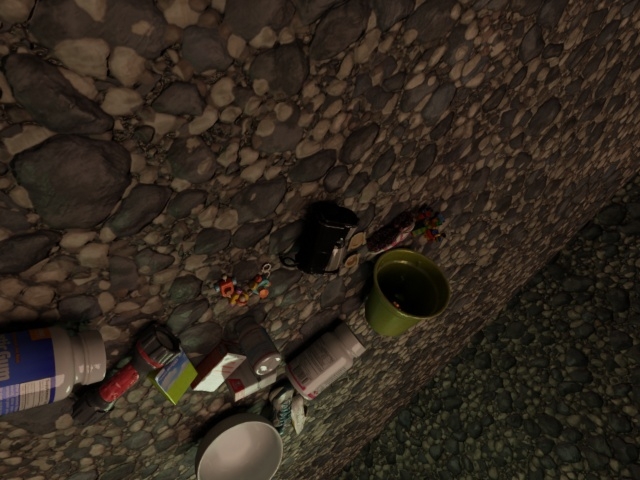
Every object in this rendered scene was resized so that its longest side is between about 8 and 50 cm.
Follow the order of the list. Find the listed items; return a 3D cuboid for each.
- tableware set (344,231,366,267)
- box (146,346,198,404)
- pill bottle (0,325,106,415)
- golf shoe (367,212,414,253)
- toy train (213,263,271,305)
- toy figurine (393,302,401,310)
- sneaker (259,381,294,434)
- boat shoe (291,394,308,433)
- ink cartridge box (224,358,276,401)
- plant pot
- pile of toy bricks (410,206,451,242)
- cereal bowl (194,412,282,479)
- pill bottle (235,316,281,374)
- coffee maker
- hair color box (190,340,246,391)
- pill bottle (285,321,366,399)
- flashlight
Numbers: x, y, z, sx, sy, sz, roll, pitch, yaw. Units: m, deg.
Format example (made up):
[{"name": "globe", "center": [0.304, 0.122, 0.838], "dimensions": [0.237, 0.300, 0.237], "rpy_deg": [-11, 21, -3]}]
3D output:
[{"name": "tableware set", "center": [0.074, 0.042, 1.337], "dimensions": [0.168, 0.020, 0.141], "rpy_deg": [-18, 139, -30]}, {"name": "box", "center": [-0.408, 0.368, 1.183], "dimensions": [0.109, 0.042, 0.178], "rpy_deg": [-56, 156, -35]}, {"name": "pill bottle", "center": [-0.582, 0.253, 0.840], "dimensions": [0.272, 0.152, 0.152], "rpy_deg": [-4, 131, -41]}, {"name": "golf shoe", "center": [0.234, -0.008, 1.389], "dimensions": [0.186, 0.067, 0.086], "rpy_deg": [-35, 146, -8]}, {"name": "toy train", "center": [-0.199, 0.129, 1.154], "dimensions": [0.166, 0.046, 0.125], "rpy_deg": [-20, 140, -27]}, {"name": "toy figurine", "center": [0.322, 0.234, 1.727], "dimensions": [0.173, 0.130, 0.159], "rpy_deg": [-4, 121, -8]}, {"name": "sneaker", "center": [-0.150, 0.687, 1.738], "dimensions": [0.110, 0.122, 0.283], "rpy_deg": [-9, 134, -37]}, {"name": "boat shoe", "center": [-0.095, 0.774, 1.905], "dimensions": [0.096, 0.098, 0.277], "rpy_deg": [-26, 141, -19]}, {"name": "ink cartridge box", "center": [-0.233, 0.438, 1.401], "dimensions": [0.150, 0.109, 0.063], "rpy_deg": [-18, 138, -28]}, {"name": "plant pot", "center": [0.281, 0.211, 1.535], "dimensions": [0.276, 0.276, 0.254], "rpy_deg": [-19, 151, -28]}, {"name": "pile of toy bricks", "center": [0.359, -0.039, 1.463], "dimensions": [0.105, 0.118, 0.212], "rpy_deg": [-25, 171, 28]}, {"name": "cereal bowl", "center": [-0.323, 0.811, 1.647], "dimensions": [0.338, 0.141, 0.339], "rpy_deg": [-8, 106, -28]}, {"name": "pill bottle", "center": [-0.188, 0.305, 1.255], "dimensions": [0.087, 0.160, 0.087], "rpy_deg": [-25, 142, -21]}, {"name": "coffee maker", "center": [0.000, 0.000, 1.136], "dimensions": [0.171, 0.120, 0.178], "rpy_deg": [-11, 135, -34]}, {"name": "hair color box", "center": [-0.318, 0.390, 1.321], "dimensions": [0.167, 0.053, 0.093], "rpy_deg": [-45, 144, 9]}, {"name": "pill bottle", "center": [0.021, 0.446, 1.603], "dimensions": [0.283, 0.160, 0.160], "rpy_deg": [-39, 145, -2]}, {"name": "flashlight", "center": [-0.490, 0.340, 1.069], "dimensions": [0.304, 0.103, 0.103], "rpy_deg": [-41, 119, 2]}]
